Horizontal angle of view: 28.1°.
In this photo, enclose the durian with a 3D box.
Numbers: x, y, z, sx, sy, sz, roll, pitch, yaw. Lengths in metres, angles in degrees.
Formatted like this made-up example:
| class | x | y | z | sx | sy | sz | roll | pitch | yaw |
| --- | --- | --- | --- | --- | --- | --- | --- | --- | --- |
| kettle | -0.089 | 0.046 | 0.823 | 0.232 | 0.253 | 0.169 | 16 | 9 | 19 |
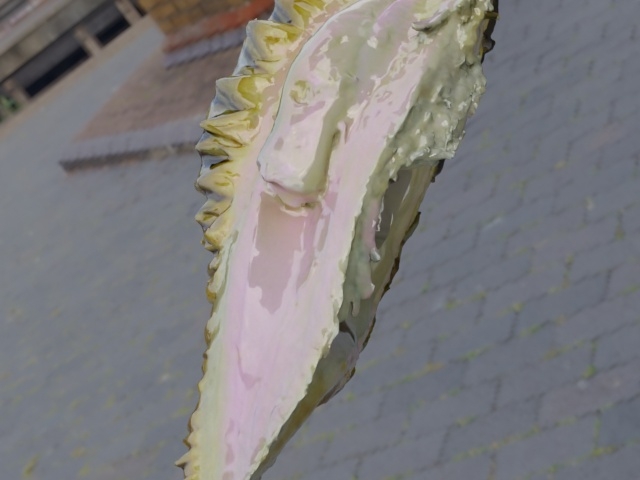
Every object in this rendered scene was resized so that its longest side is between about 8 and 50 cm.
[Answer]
| class | x | y | z | sx | sy | sz | roll | pitch | yaw |
| --- | --- | --- | --- | --- | --- | --- | --- | --- | --- |
| durian | -0.009 | -0.008 | 0.405 | 0.140 | 0.078 | 0.224 | 110 | -173 | -55 |
